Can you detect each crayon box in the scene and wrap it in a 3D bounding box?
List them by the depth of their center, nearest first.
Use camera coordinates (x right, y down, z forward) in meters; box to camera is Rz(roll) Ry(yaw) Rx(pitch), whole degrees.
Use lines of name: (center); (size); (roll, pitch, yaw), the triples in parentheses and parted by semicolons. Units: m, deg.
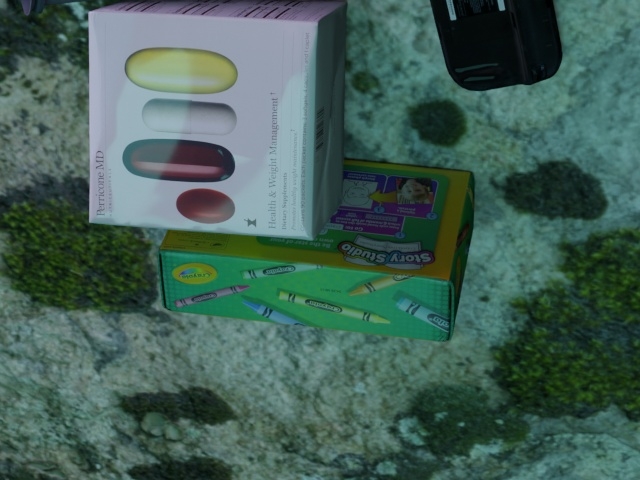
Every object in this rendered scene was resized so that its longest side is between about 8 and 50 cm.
crayon box: (0.000, 0.000, 1.612); (0.279, 0.165, 0.081); (6, 131, 9)

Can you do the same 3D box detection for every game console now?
game console: (0.113, -0.279, 1.427); (0.213, 0.044, 0.361); (-4, 127, 18)

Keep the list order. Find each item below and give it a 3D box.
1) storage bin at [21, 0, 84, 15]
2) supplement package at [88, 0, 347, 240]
storage bin: (-0.218, -0.274, 1.491); (0.091, 0.098, 0.135); (-3, 135, -20)
supplement package: (-0.089, -0.115, 1.505); (0.203, 0.149, 0.194); (4, 105, 11)
